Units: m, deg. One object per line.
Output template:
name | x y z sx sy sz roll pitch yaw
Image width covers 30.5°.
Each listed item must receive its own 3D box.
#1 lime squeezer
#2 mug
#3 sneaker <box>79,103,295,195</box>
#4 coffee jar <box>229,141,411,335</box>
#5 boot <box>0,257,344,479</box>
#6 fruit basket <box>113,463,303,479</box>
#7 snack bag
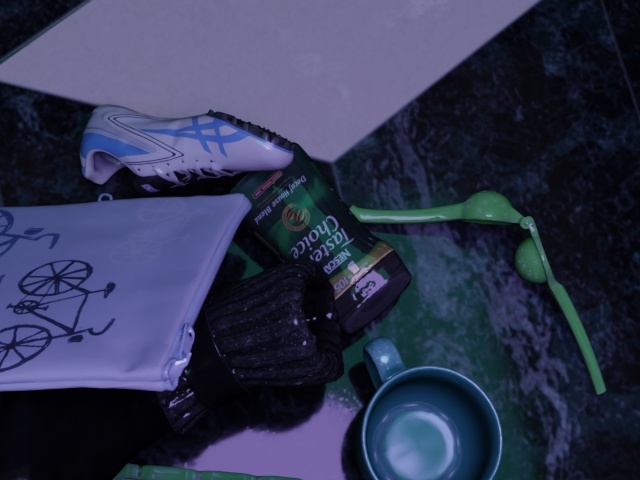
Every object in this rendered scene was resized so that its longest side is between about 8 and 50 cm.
lime squeezer | 0.181 0.020 1.163 0.310 0.059 0.110 35 74 4
mug | 0.096 0.175 1.090 0.129 0.097 0.158 6 73 -3
sneaker | -0.127 -0.081 1.118 0.237 0.085 0.086 6 85 30
coffee jar | 0.000 0.000 1.138 0.096 0.079 0.184 -42 82 -2
boot | -0.122 0.121 0.955 0.260 0.348 0.131 -7 114 12
fruit basket | -0.115 0.361 0.963 0.326 0.165 0.353 6 55 -3
snack bag | -0.240 0.041 0.980 0.342 0.323 0.037 -4 115 10
